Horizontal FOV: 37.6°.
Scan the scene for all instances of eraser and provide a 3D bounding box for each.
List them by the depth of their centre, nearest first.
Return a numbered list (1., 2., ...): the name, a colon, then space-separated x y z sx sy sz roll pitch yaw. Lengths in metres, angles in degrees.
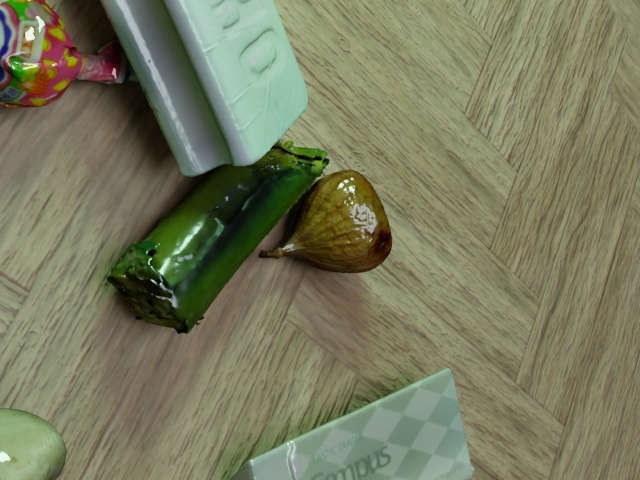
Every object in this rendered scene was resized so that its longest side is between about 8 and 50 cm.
1. eraser: 0.054 0.336 1.320 0.396 0.082 0.213 -16 96 -41

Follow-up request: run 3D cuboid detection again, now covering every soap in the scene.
1. soap: -0.147 -0.276 1.120 0.347 0.115 0.208 67 31 -22

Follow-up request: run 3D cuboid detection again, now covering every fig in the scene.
1. fig: 0.000 0.000 1.296 0.201 0.134 0.146 -33 94 -23

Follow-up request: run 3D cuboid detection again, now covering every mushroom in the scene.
1. mushroom: -0.313 0.280 0.911 0.215 0.207 0.207 47 55 -4

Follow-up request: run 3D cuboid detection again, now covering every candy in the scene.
1. candy: -0.248 -0.202 1.117 0.365 0.124 0.124 -1 86 -50

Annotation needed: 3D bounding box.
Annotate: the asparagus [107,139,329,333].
1. asparagus: -0.111 -0.038 1.203 0.128 0.108 0.382 55 52 -21
